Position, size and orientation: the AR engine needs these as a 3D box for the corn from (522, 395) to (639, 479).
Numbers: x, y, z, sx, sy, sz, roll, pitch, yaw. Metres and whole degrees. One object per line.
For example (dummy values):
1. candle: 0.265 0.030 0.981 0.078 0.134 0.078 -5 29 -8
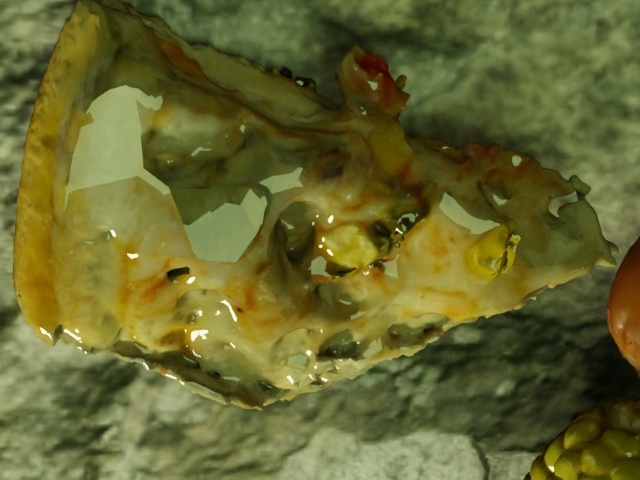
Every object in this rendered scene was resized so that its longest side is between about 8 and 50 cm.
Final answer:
1. corn: 0.134 0.245 0.924 0.120 0.120 0.363 5 114 -19

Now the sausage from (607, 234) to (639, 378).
1. sausage: 0.273 -0.050 0.835 0.330 0.102 0.102 -45 119 7

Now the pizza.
1. pizza: 0.000 0.000 0.790 0.297 0.071 0.189 15 108 -24
